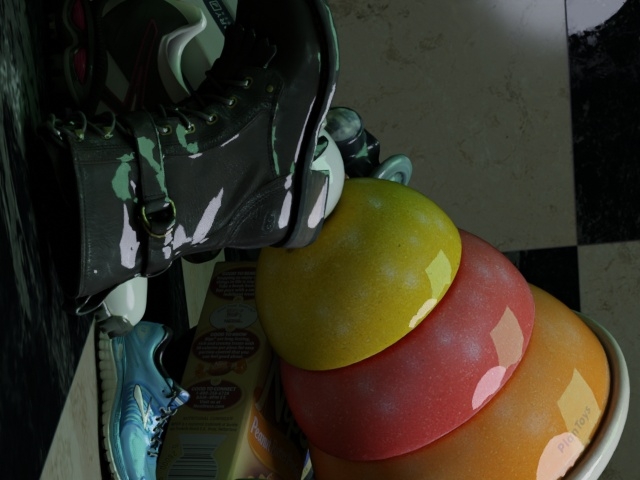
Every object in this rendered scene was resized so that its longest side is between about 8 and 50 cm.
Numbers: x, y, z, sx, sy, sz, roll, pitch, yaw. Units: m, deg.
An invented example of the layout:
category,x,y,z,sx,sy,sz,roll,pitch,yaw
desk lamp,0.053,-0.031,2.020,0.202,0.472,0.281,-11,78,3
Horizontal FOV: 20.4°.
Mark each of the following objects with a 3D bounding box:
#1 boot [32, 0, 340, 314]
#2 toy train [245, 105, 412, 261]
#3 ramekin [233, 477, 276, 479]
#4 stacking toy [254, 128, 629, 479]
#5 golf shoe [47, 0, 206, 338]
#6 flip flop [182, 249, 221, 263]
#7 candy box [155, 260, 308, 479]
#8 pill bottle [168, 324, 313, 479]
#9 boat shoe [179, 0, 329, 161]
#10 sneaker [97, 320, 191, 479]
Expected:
category,x,y,z,sx,sy,sz,roll,pitch,yaw
boot,-0.102,-0.086,1.300,0.091,0.229,0.263,11,-74,53
toy train,0.000,0.000,1.927,0.142,0.190,0.334,40,-23,26
ramekin,-0.038,0.357,1.586,0.303,0.148,0.303,9,90,-66
stacking toy,0.056,0.053,1.706,0.480,0.351,0.350,56,16,-29
golf shoe,-0.143,-0.062,1.374,0.105,0.120,0.272,87,-1,-85
flip flop,-0.154,-0.112,1.821,0.112,0.080,0.277,-6,88,-62
candy box,-0.079,0.196,1.795,0.183,0.088,0.316,71,26,-46
pill bottle,-0.093,0.198,2.038,0.122,0.123,0.219,-94,165,-49
boat shoe,-0.132,-0.170,1.518,0.158,0.127,0.340,-45,-115,44
sneaker,-0.144,0.142,1.472,0.063,0.073,0.162,78,7,-81
